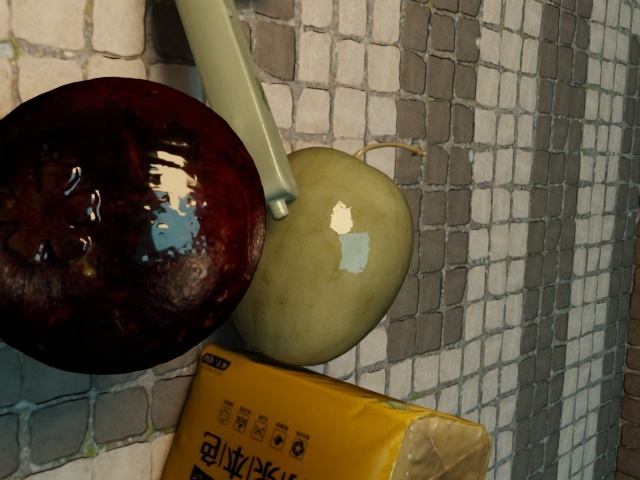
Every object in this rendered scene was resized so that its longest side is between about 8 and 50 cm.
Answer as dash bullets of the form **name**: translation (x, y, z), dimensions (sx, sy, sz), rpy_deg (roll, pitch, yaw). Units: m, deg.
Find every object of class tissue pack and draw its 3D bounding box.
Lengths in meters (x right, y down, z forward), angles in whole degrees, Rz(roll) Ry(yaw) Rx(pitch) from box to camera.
- **tissue pack**: translation (-0.014, 0.322, 0.865), dimensions (0.228, 0.382, 0.293), rpy_deg (25, 78, -46)

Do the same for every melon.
- **melon**: translation (-0.005, 0.015, 0.911), dimensions (0.272, 0.272, 0.307), rpy_deg (32, 57, -43)

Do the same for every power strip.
- **power strip**: translation (-0.109, -0.203, 0.787), dimensions (0.091, 0.063, 0.384), rpy_deg (20, 51, -80)

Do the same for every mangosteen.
- **mangosteen**: translation (-0.198, -0.008, 0.667), dimensions (0.297, 0.297, 0.293), rpy_deg (-62, 164, -18)
